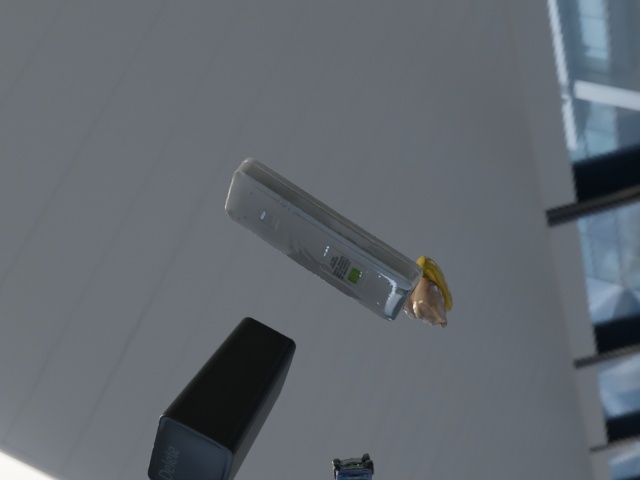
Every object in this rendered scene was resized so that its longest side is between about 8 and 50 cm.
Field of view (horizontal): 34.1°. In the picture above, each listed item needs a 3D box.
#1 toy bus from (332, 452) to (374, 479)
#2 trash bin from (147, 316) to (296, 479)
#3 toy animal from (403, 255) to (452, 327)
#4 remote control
[{"bbox_3d":[0.043,0.307,1.334,0.153,0.051,0.061,87,180,-85],"label":"toy bus"},{"bbox_3d":[-0.135,0.240,1.491,0.225,0.115,0.165,-56,-11,-46],"label":"trash bin"},{"bbox_3d":[0.148,0.089,1.552,0.091,0.082,0.114,47,-148,-43],"label":"toy animal"},{"bbox_3d":[0.000,0.000,1.235,0.034,0.250,0.103,-51,-10,-34],"label":"remote control"}]
